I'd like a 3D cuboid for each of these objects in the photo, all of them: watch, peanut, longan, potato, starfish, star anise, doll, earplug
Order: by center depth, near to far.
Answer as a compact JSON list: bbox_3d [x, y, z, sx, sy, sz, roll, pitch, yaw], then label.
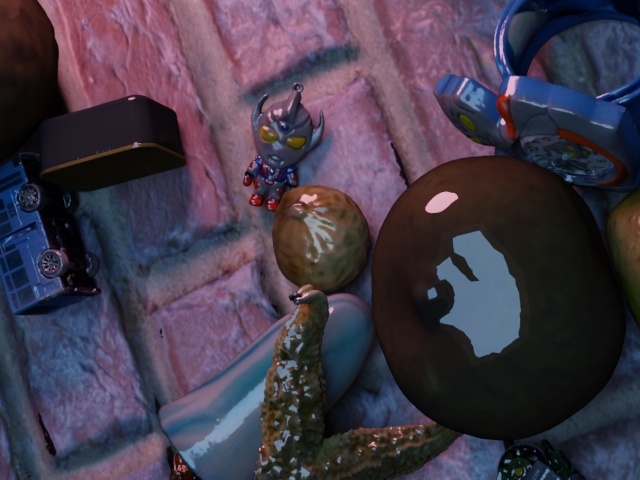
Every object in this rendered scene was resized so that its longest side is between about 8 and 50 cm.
[{"bbox_3d":[0.472,0.040,1.728,0.229,0.229,0.266,-38,65,14],"label":"potato"},{"bbox_3d":[0.220,0.072,1.748,0.360,0.361,0.361,-2,84,21],"label":"longan"},{"bbox_3d":[0.321,-0.228,1.821,0.305,0.241,0.275,18,75,24],"label":"watch"},{"bbox_3d":[0.031,0.299,1.864,0.324,0.082,0.432,20,99,-13],"label":"starfish"},{"bbox_3d":[-0.055,0.197,1.939,0.324,0.185,0.185,-45,72,7],"label":"earplug"},{"bbox_3d":[0.000,0.000,1.966,0.140,0.109,0.159,3,98,33],"label":"peanut"},{"bbox_3d":[-0.213,0.392,2.002,0.158,0.144,0.141,41,135,48],"label":"star anise"},{"bbox_3d":[-0.060,-0.140,2.026,0.104,0.062,0.195,21,99,22],"label":"doll"},{"bbox_3d":[-0.593,-0.271,2.070,0.391,0.391,0.391,-2,84,21],"label":"longan"}]

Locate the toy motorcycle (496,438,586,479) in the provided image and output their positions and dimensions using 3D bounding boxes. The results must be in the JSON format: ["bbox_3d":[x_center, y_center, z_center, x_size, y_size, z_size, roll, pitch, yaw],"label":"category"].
[{"bbox_3d":[0.266,0.406,1.819,0.187,0.124,0.275,33,97,30],"label":"toy motorcycle"}]

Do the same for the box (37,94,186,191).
[{"bbox_3d":[-0.319,-0.148,2.082,0.201,0.144,0.090,-13,77,21],"label":"box"}]

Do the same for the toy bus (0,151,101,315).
[{"bbox_3d":[-0.446,-0.008,2.132,0.133,0.116,0.234,-24,79,20],"label":"toy bus"}]
